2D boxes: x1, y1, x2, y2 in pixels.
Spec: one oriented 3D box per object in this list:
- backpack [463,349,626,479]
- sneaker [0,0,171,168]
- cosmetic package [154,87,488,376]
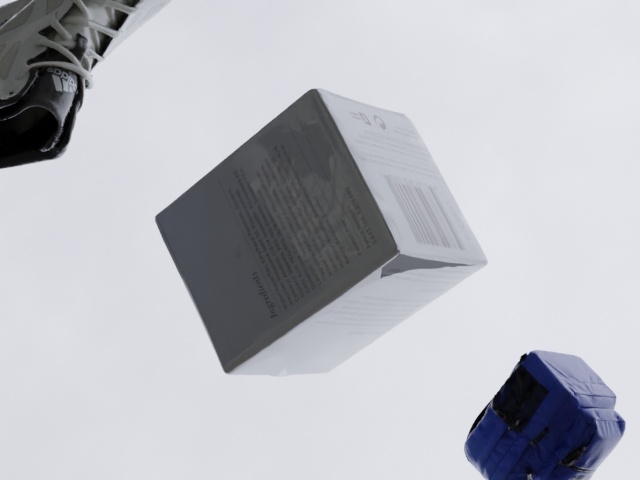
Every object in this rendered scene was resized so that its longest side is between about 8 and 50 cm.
[{"bbox_3d":[0.183,0.164,1.131,0.120,0.098,0.101,-54,-132,19],"label":"backpack"},{"bbox_3d":[-0.264,-0.239,1.595,0.447,0.169,0.257,-40,-141,15],"label":"sneaker"},{"bbox_3d":[0.000,0.000,1.078,0.184,0.151,0.151,-36,-113,25],"label":"cosmetic package"}]
